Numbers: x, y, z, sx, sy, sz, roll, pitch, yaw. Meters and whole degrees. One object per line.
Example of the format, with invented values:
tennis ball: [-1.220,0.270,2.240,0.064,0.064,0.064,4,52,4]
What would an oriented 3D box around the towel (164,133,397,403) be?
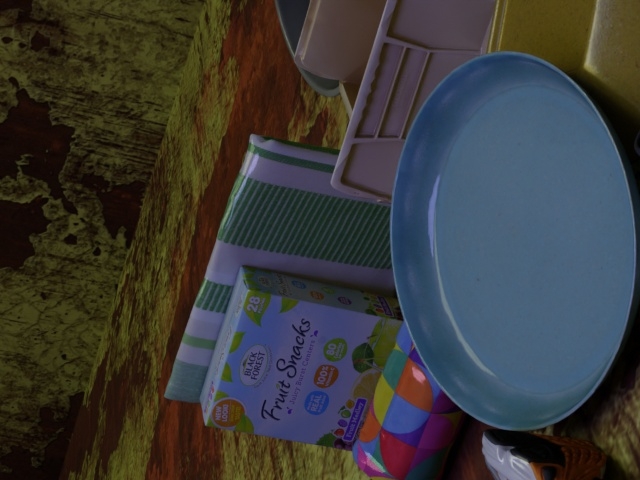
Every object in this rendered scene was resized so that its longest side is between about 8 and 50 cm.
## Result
towel: [-0.019,0.048,1.739,0.038,0.247,0.325,51,127,56]

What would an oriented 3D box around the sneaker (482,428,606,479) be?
sneaker: [0.181,0.225,1.172,0.262,0.099,0.121,-137,56,-74]

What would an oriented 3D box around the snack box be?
snack box: [-0.012,0.136,1.708,0.070,0.207,0.175,-112,37,-65]

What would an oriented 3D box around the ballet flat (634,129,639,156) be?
ballet flat: [0.281,-0.146,1.141,0.074,0.074,0.203,-129,54,-71]

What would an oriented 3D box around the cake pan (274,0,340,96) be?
cake pan: [0.009,-0.345,2.107,0.293,0.054,0.293,167,90,-70]

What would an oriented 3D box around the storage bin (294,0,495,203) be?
storage bin: [0.072,-0.213,1.634,0.262,0.123,0.260,-106,28,-53]

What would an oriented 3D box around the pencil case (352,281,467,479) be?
pencil case: [0.107,0.136,1.493,0.104,0.104,0.236,-105,31,-59]

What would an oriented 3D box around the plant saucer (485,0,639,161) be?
plant saucer: [0.235,-0.232,1.357,0.333,0.081,0.333,170,113,-73]

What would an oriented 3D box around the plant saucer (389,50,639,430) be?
plant saucer: [0.167,0.000,1.296,0.317,0.043,0.318,7,98,57]
